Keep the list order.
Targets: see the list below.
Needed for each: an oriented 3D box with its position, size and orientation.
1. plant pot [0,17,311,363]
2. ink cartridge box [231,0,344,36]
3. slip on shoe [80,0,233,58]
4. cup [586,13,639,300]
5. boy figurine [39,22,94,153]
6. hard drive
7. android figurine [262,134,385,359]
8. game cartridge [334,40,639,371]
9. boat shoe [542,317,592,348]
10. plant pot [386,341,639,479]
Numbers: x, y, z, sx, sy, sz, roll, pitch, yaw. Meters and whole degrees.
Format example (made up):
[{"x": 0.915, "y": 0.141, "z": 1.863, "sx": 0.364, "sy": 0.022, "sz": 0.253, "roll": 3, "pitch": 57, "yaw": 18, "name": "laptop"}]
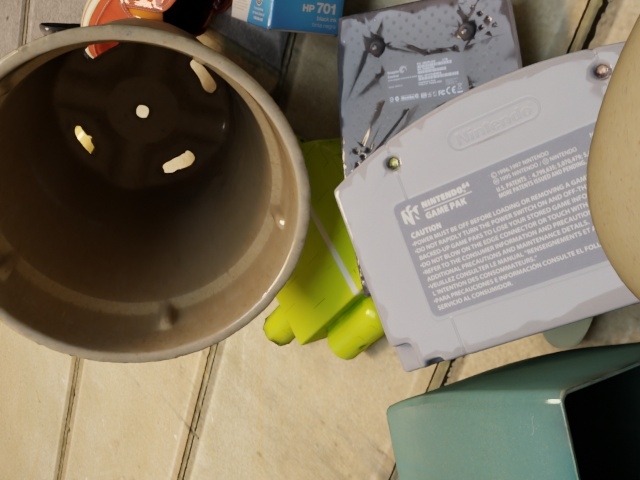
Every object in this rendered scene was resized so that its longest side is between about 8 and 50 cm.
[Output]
[{"x": -0.196, "y": -0.093, "z": 0.849, "sx": 0.305, "sy": 0.333, "sz": 0.334, "roll": -109, "pitch": 30, "yaw": -61, "name": "plant pot"}, {"x": -0.028, "y": -0.308, "z": 0.787, "sx": 0.139, "sy": 0.082, "sz": 0.191, "roll": -136, "pitch": 51, "yaw": -61, "name": "ink cartridge box"}, {"x": -0.189, "y": -0.288, "z": 0.975, "sx": 0.331, "sy": 0.123, "sz": 0.101, "roll": -21, "pitch": 86, "yaw": 42, "name": "slip on shoe"}, {"x": 0.278, "y": -0.046, "z": 0.404, "sx": 0.237, "sy": 0.331, "sz": 0.331, "roll": 147, "pitch": 108, "yaw": -68, "name": "cup"}, {"x": -0.381, "y": -0.180, "z": 1.217, "sx": 0.177, "sy": 0.092, "sz": 0.285, "roll": 26, "pitch": 117, "yaw": 41, "name": "boy figurine"}, {"x": 0.104, "y": -0.081, "z": 0.705, "sx": 0.172, "sy": 0.054, "sz": 0.255, "roll": -4, "pitch": 93, "yaw": 28, "name": "hard drive"}, {"x": 0.000, "y": 0.000, "z": 0.866, "sx": 0.273, "sy": 0.056, "sz": 0.248, "roll": -48, "pitch": 63, "yaw": 41, "name": "android figurine"}, {"x": 0.162, "y": -0.029, "z": 0.621, "sx": 0.294, "sy": 0.060, "sz": 0.196, "roll": -22, "pitch": 89, "yaw": 27, "name": "game cartridge"}, {"x": 0.204, "y": 0.023, "z": 0.664, "sx": 0.048, "sy": 0.042, "sz": 0.133, "roll": -2, "pitch": 99, "yaw": 20, "name": "boat shoe"}, {"x": 0.171, "y": 0.177, "z": 0.646, "sx": 0.234, "sy": 0.165, "sz": 0.166, "roll": -11, "pitch": 90, "yaw": 56, "name": "plant pot"}]
